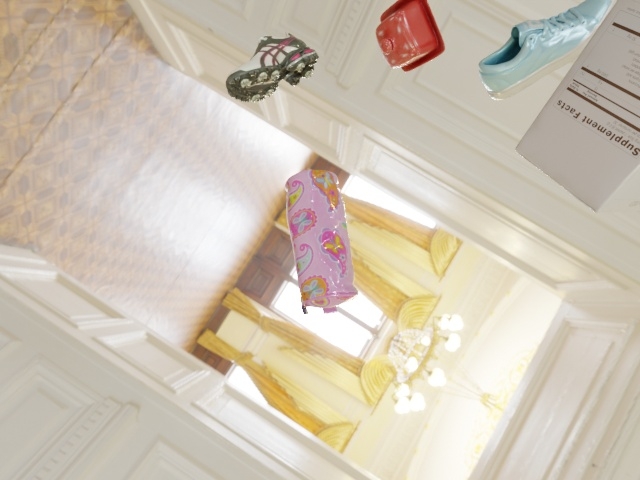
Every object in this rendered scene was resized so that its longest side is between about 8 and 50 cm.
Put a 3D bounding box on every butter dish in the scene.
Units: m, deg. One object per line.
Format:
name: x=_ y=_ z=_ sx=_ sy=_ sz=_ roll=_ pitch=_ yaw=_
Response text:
butter dish: x=0.193 y=-0.486 z=1.003 sx=0.118 sy=0.160 sz=0.160 roll=-38 pitch=-163 yaw=-24

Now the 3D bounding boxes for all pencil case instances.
pencil case: x=0.000 y=0.000 z=0.837 sx=0.124 sy=0.124 sz=0.284 roll=110 pitch=-28 yaw=-69

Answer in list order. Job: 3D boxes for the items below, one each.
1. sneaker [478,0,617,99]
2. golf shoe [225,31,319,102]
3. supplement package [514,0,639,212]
sneaker: x=0.604 y=-0.546 z=1.126 sx=0.366 sy=0.150 sz=0.135 roll=-37 pitch=-139 yaw=24
golf shoe: x=-0.134 y=-0.425 z=1.012 sx=0.272 sy=0.120 sz=0.105 roll=-35 pitch=173 yaw=-34
supplement package: x=0.476 y=-0.205 z=0.602 sx=0.177 sy=0.175 sz=0.293 roll=-5 pitch=135 yaw=-31
